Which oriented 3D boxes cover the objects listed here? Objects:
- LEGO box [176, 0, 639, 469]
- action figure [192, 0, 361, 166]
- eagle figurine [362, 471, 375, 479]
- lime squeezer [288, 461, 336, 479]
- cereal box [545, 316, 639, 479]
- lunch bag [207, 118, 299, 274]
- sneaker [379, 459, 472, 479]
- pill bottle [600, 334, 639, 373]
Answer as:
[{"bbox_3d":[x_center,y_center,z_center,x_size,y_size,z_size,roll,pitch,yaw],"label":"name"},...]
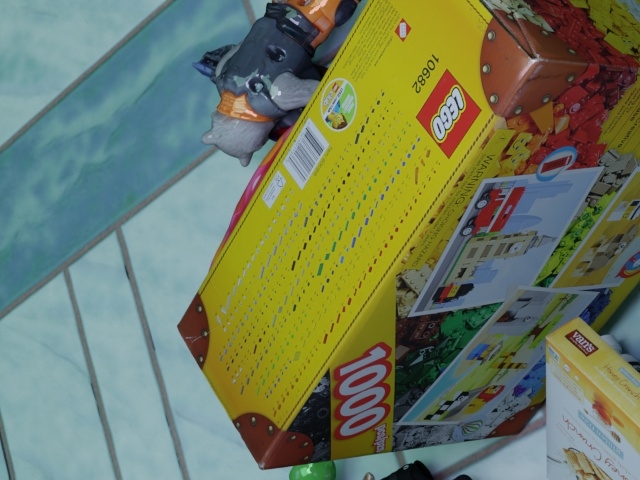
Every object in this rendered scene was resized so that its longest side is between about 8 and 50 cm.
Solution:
[{"bbox_3d":[0.146,-0.026,1.433,0.193,0.372,0.500,56,129,32],"label":"LEGO box"},{"bbox_3d":[-0.072,-0.257,1.855,0.341,0.178,0.330,14,83,44],"label":"action figure"},{"bbox_3d":[0.128,0.367,1.528,0.226,0.298,0.225,-48,40,44],"label":"eagle figurine"},{"bbox_3d":[-0.013,0.234,1.784,0.110,0.059,0.310,-158,73,-77],"label":"lime squeezer"},{"bbox_3d":[0.285,0.207,1.437,0.173,0.047,0.240,45,157,38],"label":"cereal box"},{"bbox_3d":[0.002,-0.044,1.666,0.120,0.258,0.293,36,125,7],"label":"lunch bag"},{"bbox_3d":[0.095,0.299,1.694,0.235,0.084,0.097,-2,56,41],"label":"sneaker"},{"bbox_3d":[0.306,0.156,1.521,0.065,0.065,0.116,-43,58,28],"label":"pill bottle"}]
